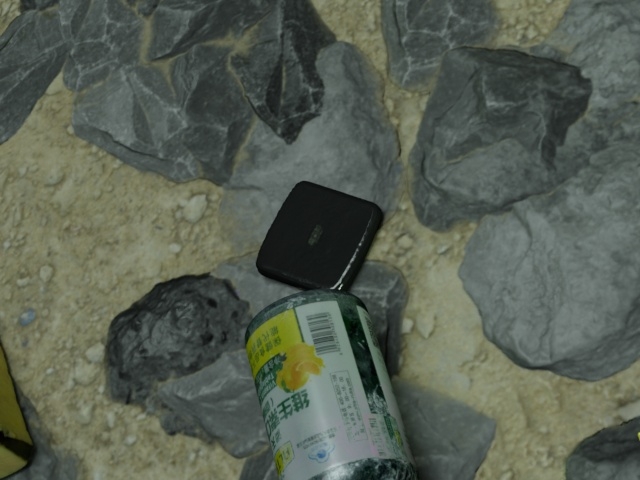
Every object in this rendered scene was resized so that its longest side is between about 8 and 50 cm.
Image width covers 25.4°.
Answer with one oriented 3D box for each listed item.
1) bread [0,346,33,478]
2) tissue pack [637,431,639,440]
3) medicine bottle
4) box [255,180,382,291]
[{"bbox_3d":[-0.483,0.176,1.713,0.167,0.163,0.264,-33,56,9],"label":"bread"},{"bbox_3d":[0.401,0.200,1.335,0.176,0.062,0.095,-24,60,13],"label":"tissue pack"},{"bbox_3d":[0.018,0.204,1.470,0.141,0.141,0.293,-25,58,13],"label":"medicine bottle"},{"bbox_3d":[0.000,0.000,1.650,0.125,0.027,0.126,19,74,29],"label":"box"}]
